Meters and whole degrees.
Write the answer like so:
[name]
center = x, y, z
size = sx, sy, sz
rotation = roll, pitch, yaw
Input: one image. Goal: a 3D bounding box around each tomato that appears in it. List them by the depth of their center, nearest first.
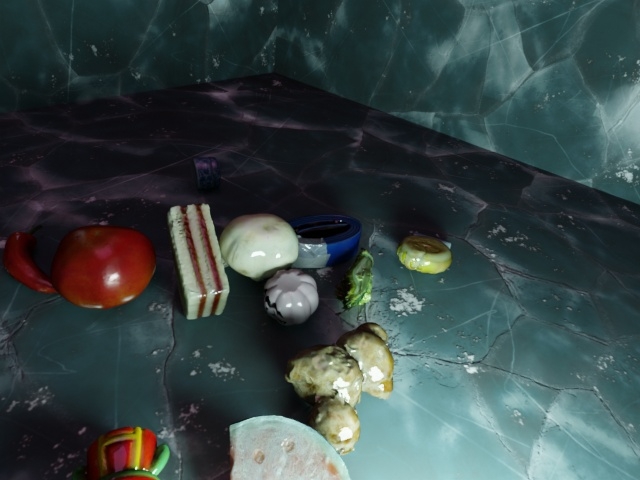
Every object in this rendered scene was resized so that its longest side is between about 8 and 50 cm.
[tomato]
center = -0.661, 0.067, 1.239
size = 0.298, 0.226, 0.298
rotation = 9, 35, -6

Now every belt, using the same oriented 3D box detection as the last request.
[belt]
center = 0.000, 0.000, 1.566
size = 0.347, 0.117, 0.212
rotation = -10, 38, -26

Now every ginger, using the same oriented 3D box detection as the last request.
[ginger]
center = 0.073, 0.351, 1.060
size = 0.256, 0.176, 0.375
rotation = 44, 44, 15

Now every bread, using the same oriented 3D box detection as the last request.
[bread]
center = 0.404, 0.058, 1.579
size = 0.213, 0.105, 0.213
rotation = 3, 34, -2

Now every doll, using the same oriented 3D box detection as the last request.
[doll]
center = -0.365, 0.517, 0.732
size = 0.183, 0.160, 0.363
rotation = 0, 36, -24

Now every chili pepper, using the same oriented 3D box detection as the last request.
[chili pepper]
center = -0.948, 0.069, 1.312
size = 0.137, 0.092, 0.368
rotation = -2, 39, -46

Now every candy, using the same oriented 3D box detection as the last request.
[candy]
center = -0.383, 0.065, 1.243
size = 0.135, 0.179, 0.320
rotation = -8, 66, -23

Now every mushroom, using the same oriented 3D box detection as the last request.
[mushroom]
center = -0.207, 0.034, 1.371
size = 0.260, 0.234, 0.254
rotation = 29, 45, 17

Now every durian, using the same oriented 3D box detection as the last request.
[durian]
center = 0.116, 0.154, 1.381
size = 0.132, 0.106, 0.375
rotation = 16, 35, 7

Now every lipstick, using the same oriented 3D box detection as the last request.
[lipstick]
center = 0.470, 0.008, 1.710
size = 0.158, 0.048, 0.048
rotation = 17, 36, 11

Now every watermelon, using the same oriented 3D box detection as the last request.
[watermelon]
center = -0.079, 0.515, 0.857
size = 0.318, 0.148, 0.226
rotation = 33, 59, 10

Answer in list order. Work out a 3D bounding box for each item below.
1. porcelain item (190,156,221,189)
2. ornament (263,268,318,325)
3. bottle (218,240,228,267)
[porcelain item]
center = -0.526, -0.311, 1.855
size = 0.114, 0.147, 0.147
rotation = -11, 40, -24
[ornament]
center = -0.092, 0.182, 1.271
size = 0.177, 0.177, 0.177
rotation = 6, 36, -4
[bottle]
center = -0.399, 0.065, 1.407
size = 0.209, 0.097, 0.110
rotation = -21, 29, -34
